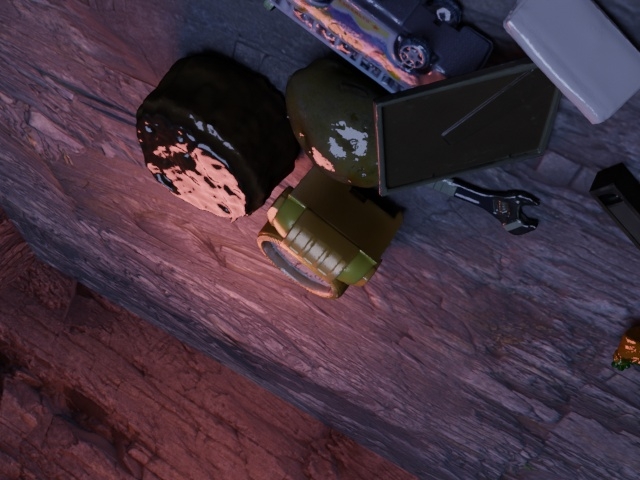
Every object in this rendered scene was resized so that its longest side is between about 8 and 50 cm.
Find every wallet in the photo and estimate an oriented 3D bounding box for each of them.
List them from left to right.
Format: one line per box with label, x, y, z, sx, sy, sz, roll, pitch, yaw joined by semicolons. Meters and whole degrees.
wallet;0.308;-0.233;0.693;0.190;0.095;0.033;43;-170;-10

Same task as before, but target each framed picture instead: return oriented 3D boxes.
framed picture;0.201;-0.151;0.791;0.259;0.023;0.189;-15;144;-1

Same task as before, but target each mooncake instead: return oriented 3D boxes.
mooncake;-0.214;-0.195;1.159;0.324;0.187;0.324;26;150;16

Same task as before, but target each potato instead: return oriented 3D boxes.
potato;0.038;-0.192;0.951;0.235;0.160;0.178;49;124;1

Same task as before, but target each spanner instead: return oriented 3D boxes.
spanner;0.232;-0.098;1.013;0.315;0.024;0.087;27;147;17

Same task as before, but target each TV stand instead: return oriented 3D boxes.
TV stand;0.496;-0.005;0.853;0.256;0.049;0.040;43;150;-13

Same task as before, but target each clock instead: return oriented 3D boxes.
clock;0.000;0.000;1.222;0.244;0.200;0.317;40;158;-1

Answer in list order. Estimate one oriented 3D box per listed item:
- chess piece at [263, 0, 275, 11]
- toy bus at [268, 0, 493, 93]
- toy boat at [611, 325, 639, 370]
chess piece;-0.095;-0.405;0.895;0.093;0.042;0.042;49;147;-13
toy bus;0.069;-0.310;0.804;0.329;0.109;0.136;36;158;-2
toy boat;0.609;0.195;0.974;0.229;0.089;0.088;-5;117;43
